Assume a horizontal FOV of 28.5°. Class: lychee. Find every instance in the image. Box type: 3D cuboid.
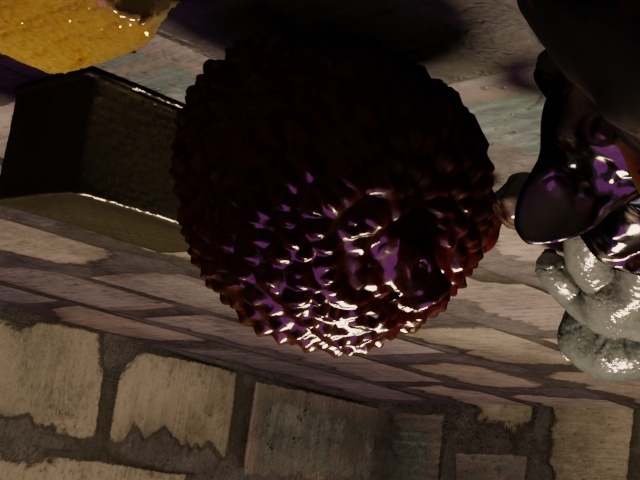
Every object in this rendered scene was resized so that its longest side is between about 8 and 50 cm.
[{"bbox_3d":[0.008,-0.046,1.175,0.306,0.306,0.330,24,-166,-48],"label":"lychee"}]

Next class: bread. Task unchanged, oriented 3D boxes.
[{"bbox_3d":[-0.253,-0.235,0.969,0.184,0.114,0.274,-8,160,40],"label":"bread"}]

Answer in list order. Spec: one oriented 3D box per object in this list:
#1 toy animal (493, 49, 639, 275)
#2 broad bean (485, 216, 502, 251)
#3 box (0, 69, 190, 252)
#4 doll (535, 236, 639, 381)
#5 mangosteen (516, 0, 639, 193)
[{"bbox_3d":[0.276,-0.074,1.121,0.302,0.194,0.344,-2,158,20],"label":"toy animal"},{"bbox_3d":[0.116,-0.036,1.530,0.228,0.122,0.156,14,168,-35],"label":"broad bean"},{"bbox_3d":[-0.226,-0.084,1.508,0.273,0.143,0.184,19,163,-42],"label":"box"},{"bbox_3d":[0.433,0.071,1.794,0.245,0.158,0.340,8,139,25],"label":"doll"},{"bbox_3d":[0.228,-0.118,0.623,0.306,0.360,0.306,27,-168,-6],"label":"mangosteen"}]
